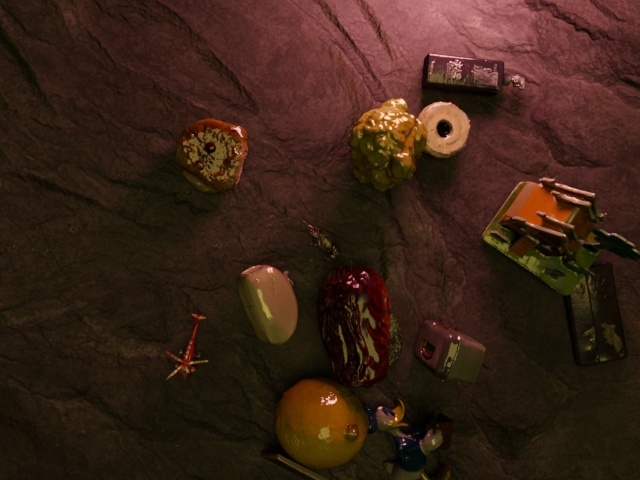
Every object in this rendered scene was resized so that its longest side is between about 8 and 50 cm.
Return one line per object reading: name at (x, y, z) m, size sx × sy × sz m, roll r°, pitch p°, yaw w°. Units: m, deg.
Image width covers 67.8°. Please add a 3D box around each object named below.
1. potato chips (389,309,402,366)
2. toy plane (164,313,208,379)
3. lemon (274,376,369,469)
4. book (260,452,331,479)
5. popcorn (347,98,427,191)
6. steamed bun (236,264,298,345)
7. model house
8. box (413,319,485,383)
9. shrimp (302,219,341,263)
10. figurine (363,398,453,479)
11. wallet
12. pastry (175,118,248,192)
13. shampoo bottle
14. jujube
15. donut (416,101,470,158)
potato chips at (0.149, 0.314, 1.486) m, size 0.220 × 0.029 × 0.202 m, roll 2°, pitch 93°, yaw -5°
toy plane at (-0.400, 0.319, 1.432) m, size 0.126 × 0.077 × 0.194 m, roll -5°, pitch 85°, yaw -7°
lemon at (-0.003, 0.516, 1.360) m, size 0.260 × 0.284 × 0.260 m, roll -1°, pitch 95°, yaw -15°
book at (-0.079, 0.665, 1.390) m, size 0.170 × 0.241 × 0.018 m, roll 29°, pitch 62°, yaw -5°
popcorn at (0.191, -0.272, 1.355) m, size 0.235 × 0.250 × 0.242 m, roll -19°, pitch 92°, yaw 5°
steamed bun at (-0.138, 0.181, 1.401) m, size 0.152 × 0.170 × 0.238 m, roll -25°, pitch 94°, yaw -22°
model house at (0.701, -0.002, 1.353) m, size 0.358 × 0.313 × 0.242 m, roll 37°, pitch 93°, yaw 2°
box at (0.377, 0.330, 1.414) m, size 0.129 × 0.210 × 0.148 m, roll 19°, pitch 91°, yaw -12°
shrimp at (0.000, 0.000, 1.450) m, size 0.165 × 0.056 × 0.065 m, roll 42°, pitch 96°, yaw -2°
figurine at (0.265, 0.612, 1.431) m, size 0.338 × 0.204 × 0.283 m, roll 39°, pitch 115°, yaw 8°
wallet at (0.878, 0.238, 1.522) m, size 0.170 × 0.044 × 0.321 m, roll -12°, pitch 93°, yaw -5°
pastry at (-0.309, -0.252, 1.398) m, size 0.229 × 0.100 × 0.218 m, roll -37°, pitch 94°, yaw 0°
shampoo bottle at (0.468, -0.501, 1.454) m, size 0.309 × 0.071 × 0.098 m, roll 4°, pitch 89°, yaw -6°
jujube at (0.106, 0.246, 1.363) m, size 0.216 × 0.216 × 0.342 m, roll -3°, pitch 67°, yaw -4°
donut at (0.367, -0.334, 1.455) m, size 0.174 × 0.068 × 0.174 m, roll 0°, pitch 95°, yaw -4°
